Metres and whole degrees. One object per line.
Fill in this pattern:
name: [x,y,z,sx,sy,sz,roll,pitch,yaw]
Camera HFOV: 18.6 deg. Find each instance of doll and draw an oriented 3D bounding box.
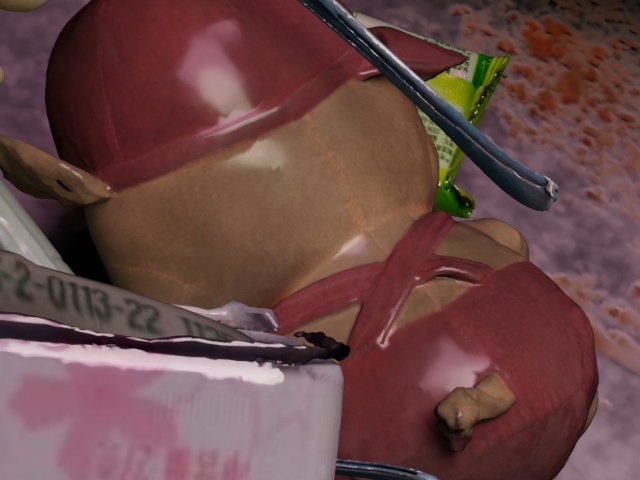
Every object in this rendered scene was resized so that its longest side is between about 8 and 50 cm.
doll: [-0.003,0.002,0.776,0.256,0.152,0.196,55,34,5]

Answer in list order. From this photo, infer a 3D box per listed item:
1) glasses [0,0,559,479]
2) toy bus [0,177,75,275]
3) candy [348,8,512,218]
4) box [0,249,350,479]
glasses: [-0.029,-0.028,0.644,0.220,0.088,0.190,25,65,0]
toy bus: [-0.159,0.055,0.702,0.164,0.134,0.276,-31,73,-29]
candy: [-0.006,-0.074,0.895,0.178,0.032,0.102,18,56,-5]
box: [-0.108,0.186,0.537,0.190,0.112,0.370,8,91,-13]
